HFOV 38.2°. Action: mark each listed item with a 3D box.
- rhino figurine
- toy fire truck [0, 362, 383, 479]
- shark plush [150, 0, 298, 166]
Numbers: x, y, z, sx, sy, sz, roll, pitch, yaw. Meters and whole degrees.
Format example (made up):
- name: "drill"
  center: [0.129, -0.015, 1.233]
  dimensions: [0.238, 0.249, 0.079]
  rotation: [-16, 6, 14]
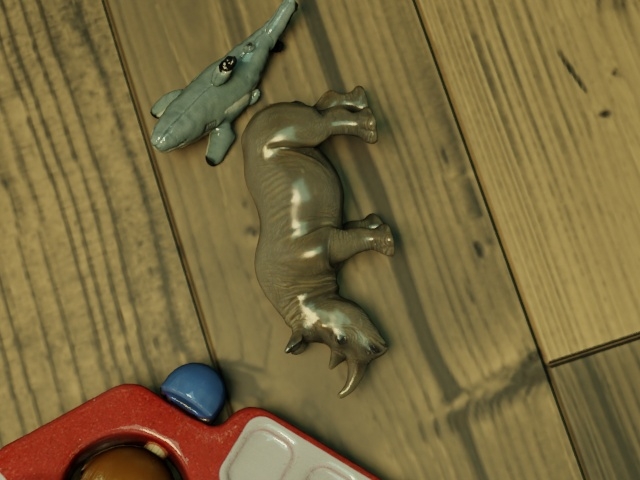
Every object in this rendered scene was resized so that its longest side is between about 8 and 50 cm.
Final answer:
- name: "rhino figurine"
  center: [0.000, 0.000, 0.715]
  dimensions: [0.106, 0.073, 0.243]
  rotation: [-7, 83, -2]
- name: "toy fire truck"
  center: [-0.097, 0.227, 0.660]
  dimensions: [0.302, 0.169, 0.254]
  rotation: [31, 61, 6]
- name: "shark plush"
  center: [-0.069, -0.124, 0.736]
  dimensions: [0.161, 0.067, 0.073]
  rotation: [-37, 82, -3]
